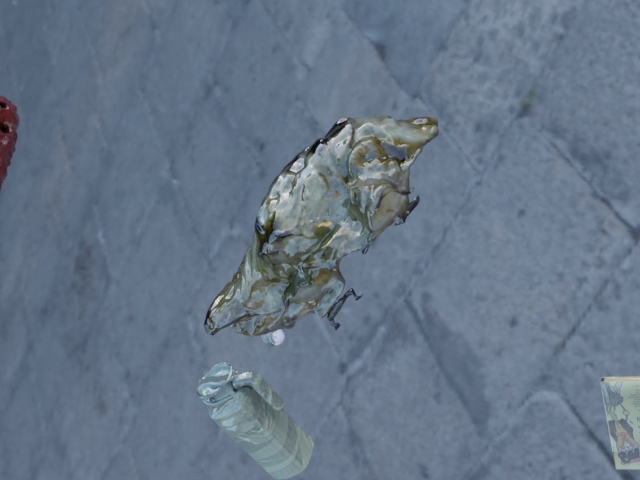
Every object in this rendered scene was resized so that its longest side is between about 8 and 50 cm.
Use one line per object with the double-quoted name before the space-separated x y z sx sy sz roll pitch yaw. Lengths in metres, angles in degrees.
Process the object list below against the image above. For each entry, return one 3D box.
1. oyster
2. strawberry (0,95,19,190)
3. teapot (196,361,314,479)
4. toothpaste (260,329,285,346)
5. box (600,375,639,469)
"oyster" 0.003 -0.004 1.074 0.133 0.198 0.337 47 131 13
"strawberry" -0.386 -0.075 1.052 0.106 0.188 0.286 -8 37 31
"teapot" -0.086 0.261 1.556 0.107 0.200 0.077 -20 34 35
"toothpaste" -0.078 0.122 1.518 0.033 0.052 0.218 -36 8 -6
"box" 0.451 0.266 1.527 0.073 0.020 0.149 -7 105 27
